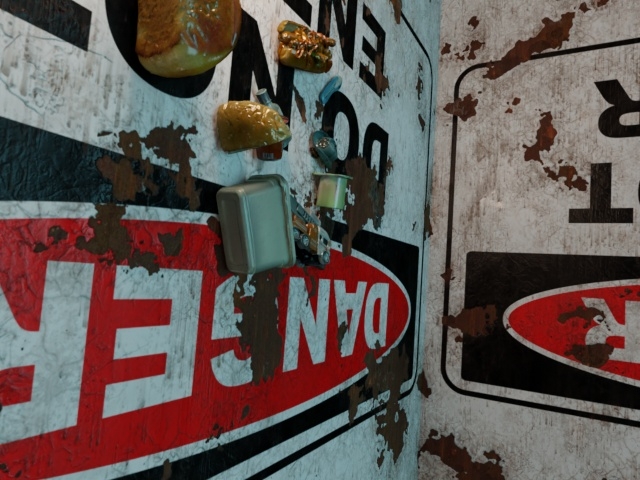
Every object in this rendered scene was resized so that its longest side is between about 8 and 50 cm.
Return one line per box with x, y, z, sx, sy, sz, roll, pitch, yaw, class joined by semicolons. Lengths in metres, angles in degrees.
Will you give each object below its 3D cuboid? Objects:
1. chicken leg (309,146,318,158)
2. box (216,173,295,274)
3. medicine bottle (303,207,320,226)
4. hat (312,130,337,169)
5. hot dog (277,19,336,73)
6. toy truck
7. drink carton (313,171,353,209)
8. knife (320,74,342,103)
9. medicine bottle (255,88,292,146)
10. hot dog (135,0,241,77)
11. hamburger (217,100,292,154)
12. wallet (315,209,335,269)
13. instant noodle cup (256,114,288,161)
-0.023;-0.359;1.889;0.083;0.021;0.036;34;46;-57;chicken leg
-0.210;-0.045;1.439;0.182;0.175;0.312;-20;109;-50;box
-0.042;-0.085;1.828;0.091;0.058;0.058;48;51;-50;medicine bottle
0.036;-0.384;1.920;0.191;0.078;0.138;46;39;-54;hat
-0.043;-0.730;1.741;0.349;0.117;0.158;-17;107;-59;hot dog
-0.068;-0.022;1.702;0.338;0.133;0.184;39;50;-48;toy truck
0.050;-0.205;1.914;0.146;0.144;0.142;3;95;-60;drink carton
0.050;-0.661;1.992;0.222;0.031;0.064;-59;143;-40;knife
-0.166;-0.428;1.600;0.090;0.054;0.208;-59;138;-36;medicine bottle
-0.330;-0.604;1.171;0.223;0.185;0.405;3;89;-59;hot dog
-0.205;-0.346;1.382;0.135;0.208;0.155;-49;136;-52;hamburger
0.000;0.000;1.923;0.124;0.042;0.230;37;57;-49;wallet
-0.170;-0.344;1.528;0.127;0.127;0.135;-43;144;-52;instant noodle cup
